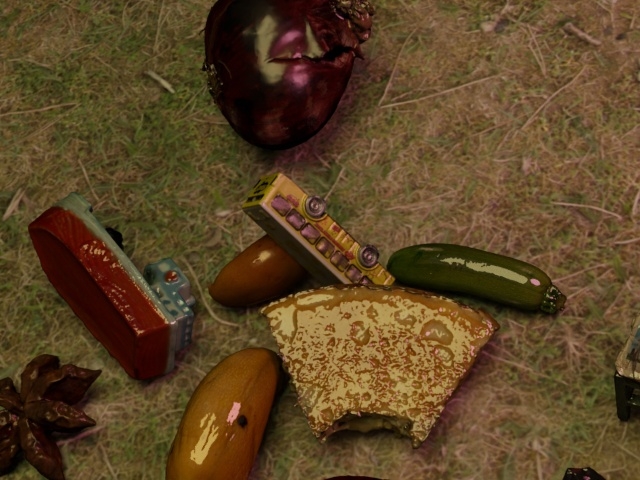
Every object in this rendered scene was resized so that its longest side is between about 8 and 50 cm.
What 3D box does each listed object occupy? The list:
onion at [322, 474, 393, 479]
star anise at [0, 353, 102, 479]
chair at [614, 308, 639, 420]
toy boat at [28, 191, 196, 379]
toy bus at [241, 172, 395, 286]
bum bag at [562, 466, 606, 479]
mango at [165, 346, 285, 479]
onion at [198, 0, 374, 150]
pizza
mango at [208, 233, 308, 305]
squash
[{"bbox_3d":[0.033,0.416,1.695,0.314,0.232,0.314,-8,56,11],"label":"onion"},{"bbox_3d":[-0.397,0.240,2.002,0.196,0.111,0.212,37,67,23],"label":"star anise"},{"bbox_3d":[0.440,0.129,1.745,0.147,0.270,0.136,19,66,23],"label":"chair"},{"bbox_3d":[-0.293,0.044,2.077,0.133,0.145,0.332,-25,54,-30],"label":"toy boat"},{"bbox_3d":[0.000,0.000,1.975,0.074,0.226,0.081,-53,20,-20],"label":"toy bus"},{"bbox_3d":[0.311,0.336,1.790,0.058,0.034,0.124,23,67,11],"label":"bum bag"},{"bbox_3d":[-0.127,0.240,1.900,0.109,0.157,0.262,13,50,13],"label":"mango"},{"bbox_3d":[-0.062,-0.264,2.150,0.281,0.221,0.281,-4,58,7],"label":"onion"},{"bbox_3d":[0.073,0.168,1.916,0.323,0.089,0.223,3,72,7],"label":"pizza"},{"bbox_3d":[-0.082,0.046,2.040,0.159,0.105,0.084,-39,83,4],"label":"mango"},{"bbox_3d":[0.212,0.046,1.978,0.258,0.069,0.069,11,62,21],"label":"squash"}]
